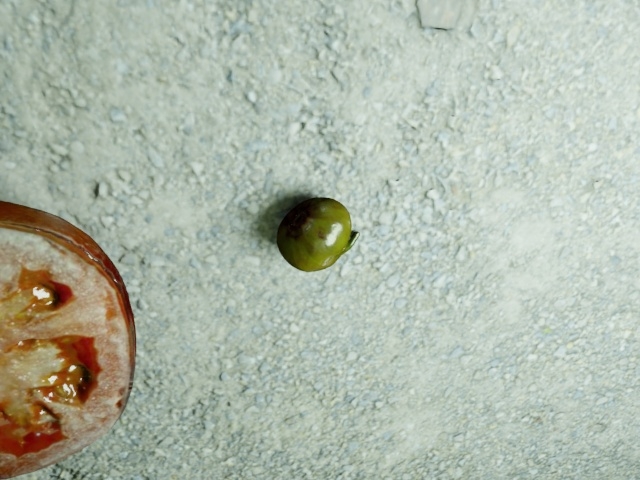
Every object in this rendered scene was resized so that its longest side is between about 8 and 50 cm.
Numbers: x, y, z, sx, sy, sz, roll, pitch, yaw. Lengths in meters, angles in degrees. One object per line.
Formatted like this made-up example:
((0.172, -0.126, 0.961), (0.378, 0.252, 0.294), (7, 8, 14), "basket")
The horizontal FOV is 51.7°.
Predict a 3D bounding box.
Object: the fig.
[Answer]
((0.000, 0.000, 0.728), (0.098, 0.082, 0.084), (44, 69, -45), "fig")

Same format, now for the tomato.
((-0.347, 0.086, 0.666), (0.338, 0.143, 0.338), (-8, 123, -13), "tomato")
